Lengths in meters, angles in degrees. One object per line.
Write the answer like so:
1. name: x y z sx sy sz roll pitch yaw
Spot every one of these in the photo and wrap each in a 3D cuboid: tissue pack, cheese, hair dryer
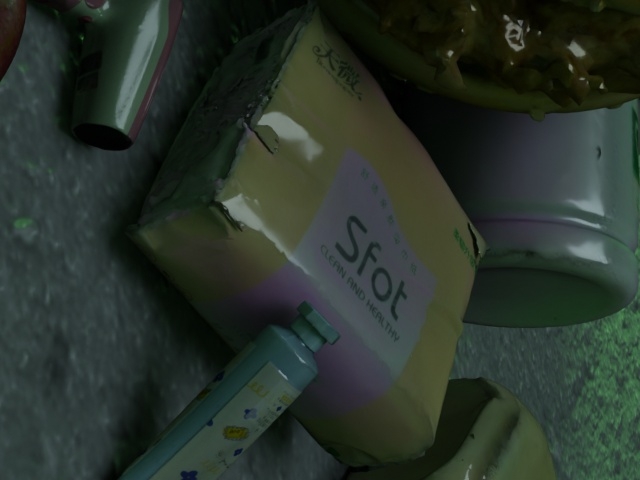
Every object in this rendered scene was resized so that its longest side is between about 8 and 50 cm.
1. tissue pack: 0.000 0.000 0.819 0.257 0.123 0.215 49 43 -31
2. cheese: 0.115 0.250 0.967 0.266 0.127 0.233 -40 119 -55
3. hair dryer: -0.150 -0.131 0.670 0.154 0.054 0.106 37 57 -40

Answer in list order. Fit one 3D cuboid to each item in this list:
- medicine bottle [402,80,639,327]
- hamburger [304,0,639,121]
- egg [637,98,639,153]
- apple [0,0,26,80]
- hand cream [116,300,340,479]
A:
1. medicine bottle: 0.177 -0.101 1.065 0.212 0.212 0.326 33 55 -54
2. hamburger: 0.151 -0.211 0.834 0.268 0.445 0.287 116 -19 -59
3. egg: 0.284 -0.137 1.327 0.199 0.146 0.146 49 44 -39
4. apple: -0.199 -0.109 0.491 0.153 0.119 0.154 -2 90 -65
5. hand cream: -0.056 0.107 0.701 0.171 0.043 0.065 -47 136 -3
